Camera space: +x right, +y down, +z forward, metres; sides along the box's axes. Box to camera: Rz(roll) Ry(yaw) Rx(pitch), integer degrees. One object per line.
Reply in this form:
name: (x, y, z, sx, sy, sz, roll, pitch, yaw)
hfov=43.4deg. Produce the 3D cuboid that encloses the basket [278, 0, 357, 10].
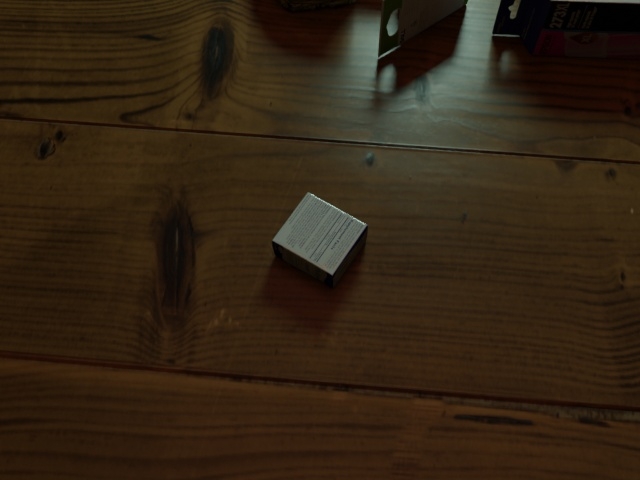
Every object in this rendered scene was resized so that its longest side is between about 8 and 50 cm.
basket: (-0.033, -0.691, 1.769, 0.214, 0.223, 0.299, -7, 66, -2)

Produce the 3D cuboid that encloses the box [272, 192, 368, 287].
box: (0.000, 0.000, 1.522, 0.137, 0.072, 0.126, 30, 68, 15)

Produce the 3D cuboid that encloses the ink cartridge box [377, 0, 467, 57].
ink cartridge box: (0.201, -0.534, 1.708, 0.255, 0.188, 0.097, -33, 69, -14)

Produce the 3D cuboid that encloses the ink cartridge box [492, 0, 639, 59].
ink cartridge box: (0.558, -0.459, 1.674, 0.371, 0.175, 0.069, 5, 66, 3)
